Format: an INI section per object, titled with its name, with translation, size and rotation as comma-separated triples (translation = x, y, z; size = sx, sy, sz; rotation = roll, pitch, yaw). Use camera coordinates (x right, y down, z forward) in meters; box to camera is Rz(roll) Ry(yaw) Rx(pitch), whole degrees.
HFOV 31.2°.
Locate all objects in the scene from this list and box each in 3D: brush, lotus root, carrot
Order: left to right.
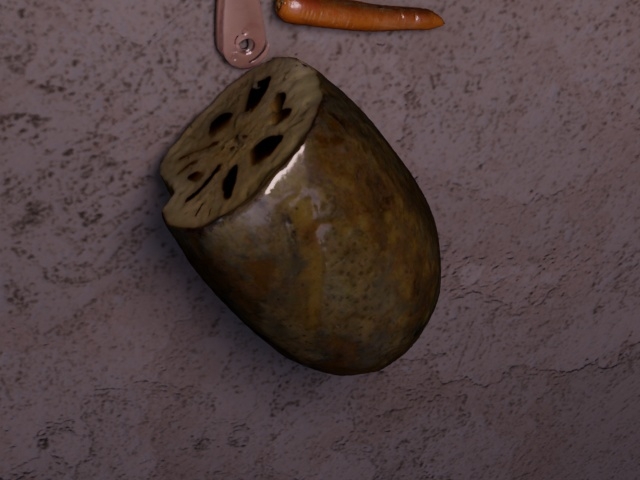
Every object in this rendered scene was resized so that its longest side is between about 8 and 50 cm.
[brush]
translation = -0.081, -0.291, 1.083
size = 0.072, 0.067, 0.312
rotation = -11, 130, -11
[lotus root]
translation = 0.000, 0.000, 1.225
size = 0.250, 0.250, 0.346
rotation = -31, 131, 7
[carrot]
translation = 0.042, -0.234, 1.185
size = 0.190, 0.037, 0.037
rotation = 2, 125, -24
